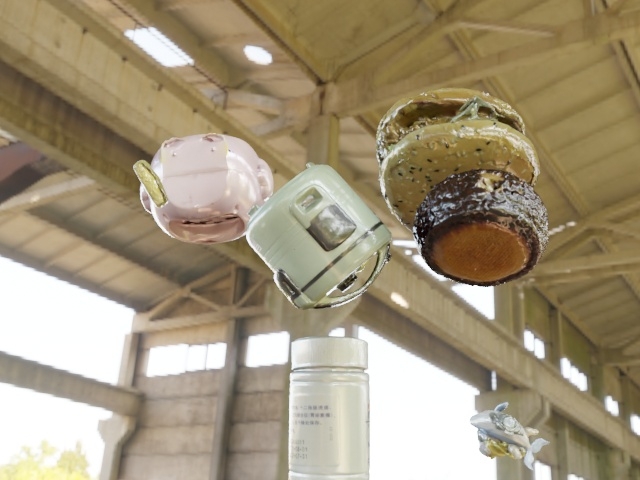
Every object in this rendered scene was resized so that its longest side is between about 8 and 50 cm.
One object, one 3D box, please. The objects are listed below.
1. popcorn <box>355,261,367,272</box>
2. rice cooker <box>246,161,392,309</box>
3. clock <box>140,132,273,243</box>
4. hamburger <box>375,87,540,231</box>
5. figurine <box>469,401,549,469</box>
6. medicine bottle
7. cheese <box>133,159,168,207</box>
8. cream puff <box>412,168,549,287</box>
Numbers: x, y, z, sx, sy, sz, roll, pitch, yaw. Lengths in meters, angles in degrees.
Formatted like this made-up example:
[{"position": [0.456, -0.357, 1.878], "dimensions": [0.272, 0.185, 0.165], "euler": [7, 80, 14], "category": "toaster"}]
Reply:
[{"position": [0.039, 0.010, 2.213], "dimensions": [0.221, 0.183, 0.204], "euler": [12, -41, 43], "category": "popcorn"}, {"position": [0.000, 0.000, 1.385], "dimensions": [0.244, 0.226, 0.226], "euler": [51, -30, 2], "category": "rice cooker"}, {"position": [-0.307, -0.119, 2.150], "dimensions": [0.368, 0.250, 0.376], "euler": [-7, -14, 4], "category": "clock"}, {"position": [0.254, -0.165, 1.547], "dimensions": [0.277, 0.195, 0.318], "euler": [31, -50, -33], "category": "hamburger"}, {"position": [0.489, 0.523, 2.021], "dimensions": [0.208, 0.128, 0.183], "euler": [29, -32, 27], "category": "figurine"}, {"position": [0.022, 0.393, 1.777], "dimensions": [0.190, 0.332, 0.190], "euler": [1, -10, 0], "category": "medicine bottle"}, {"position": [-0.276, -0.094, 1.249], "dimensions": [0.030, 0.083, 0.044], "euler": [-30, 8, -8], "category": "cheese"}, {"position": [0.281, -0.029, 1.350], "dimensions": [0.239, 0.164, 0.239], "euler": [6, -39, 5], "category": "cream puff"}]
